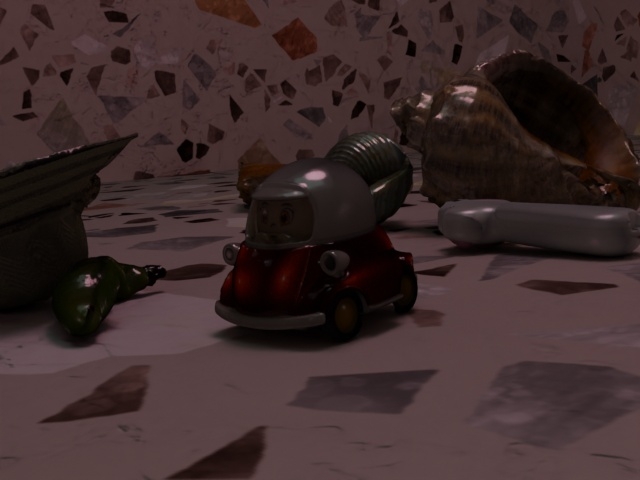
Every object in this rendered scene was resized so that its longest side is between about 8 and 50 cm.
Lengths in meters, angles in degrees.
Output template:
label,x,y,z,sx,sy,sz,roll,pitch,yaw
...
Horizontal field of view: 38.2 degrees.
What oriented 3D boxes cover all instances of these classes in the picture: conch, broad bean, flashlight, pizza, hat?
label,x,y,z,sx,sy,sz,roll,pitch,yaw
conch,0.052,-0.064,1.125,0.153,0.102,0.135,-43,36,-20
broad bean,-0.170,0.036,0.703,0.061,0.046,0.195,-6,6,6
conch,0.215,-0.097,1.073,0.291,0.159,0.210,30,46,-5
flashlight,0.201,-0.011,0.859,0.200,0.048,0.093,6,13,42
pizza,-0.016,-0.089,1.450,0.365,0.074,0.182,2,8,35
hat,-0.251,0.000,0.762,0.252,0.110,0.252,-19,9,3

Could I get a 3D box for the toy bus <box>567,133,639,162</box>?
label,x,y,z,sx,sy,sz,roll,pitch,yaw
toy bus,0.354,-0.093,1.219,0.103,0.091,0.182,-4,6,5

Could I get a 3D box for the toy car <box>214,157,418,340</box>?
label,x,y,z,sx,sy,sz,roll,pitch,yaw
toy car,0.000,0.000,0.623,0.112,0.112,0.139,2,10,43
